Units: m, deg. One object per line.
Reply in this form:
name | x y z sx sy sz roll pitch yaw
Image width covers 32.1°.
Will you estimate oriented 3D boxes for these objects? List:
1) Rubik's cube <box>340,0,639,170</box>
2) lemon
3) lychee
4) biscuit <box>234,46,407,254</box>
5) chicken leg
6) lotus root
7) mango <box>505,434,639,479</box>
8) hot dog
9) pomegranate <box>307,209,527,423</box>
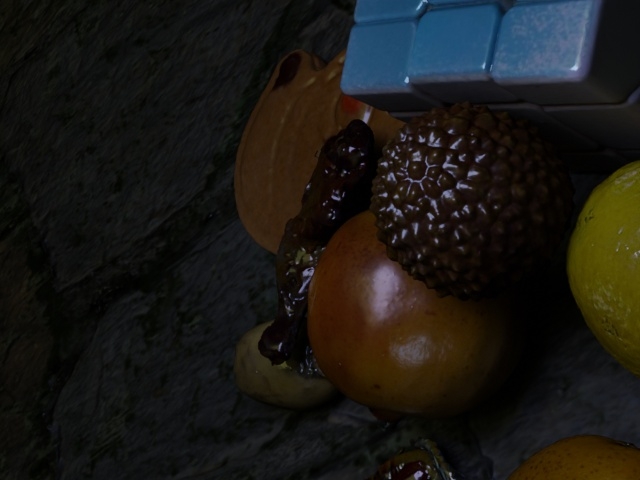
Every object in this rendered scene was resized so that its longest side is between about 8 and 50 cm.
Rubik's cube | 0.257 -0.266 1.207 0.316 0.319 0.321 6 81 45
lemon | 0.365 0.036 1.060 0.235 0.236 0.263 -63 29 8
lychee | 0.159 -0.033 1.113 0.200 0.238 0.200 -35 32 26
biscuit | 0.039 -0.115 1.558 0.455 0.078 0.349 1 81 45
chicken leg | -0.002 0.000 1.428 0.177 0.083 0.322 -99 32 -76
lotus root | -0.035 0.165 1.491 0.221 0.125 0.118 -10 43 48
mango | 0.256 0.314 1.134 0.290 0.160 0.191 -55 51 29
hot dog | 0.077 0.358 1.343 0.270 0.082 0.162 -48 50 21
pomegranate | 0.111 0.089 1.293 0.264 0.264 0.264 -17 65 41
